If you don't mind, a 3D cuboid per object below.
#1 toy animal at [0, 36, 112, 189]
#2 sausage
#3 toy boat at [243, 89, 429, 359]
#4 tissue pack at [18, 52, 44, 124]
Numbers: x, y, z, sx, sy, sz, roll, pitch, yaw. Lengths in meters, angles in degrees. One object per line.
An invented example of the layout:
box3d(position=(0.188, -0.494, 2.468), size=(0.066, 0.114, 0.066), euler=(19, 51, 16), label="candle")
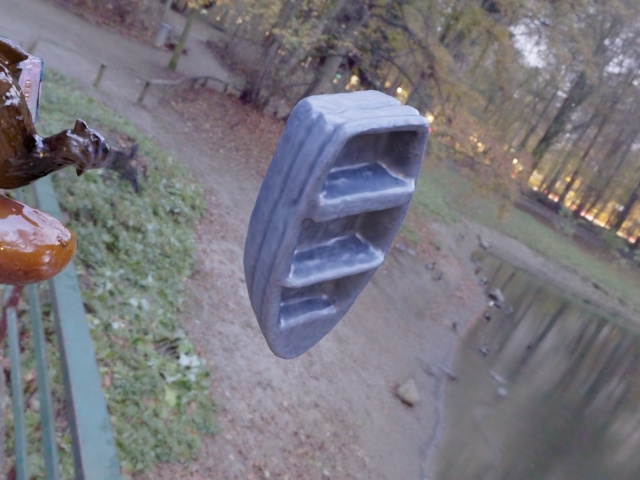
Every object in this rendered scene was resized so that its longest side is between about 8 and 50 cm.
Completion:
box3d(position=(-0.272, -0.116, 0.527), size=(0.178, 0.188, 0.089), euler=(1, 47, -10), label="toy animal")
box3d(position=(-0.326, -0.008, 0.594), size=(0.179, 0.089, 0.089), euler=(21, 15, -17), label="sausage")
box3d(position=(0.000, 0.000, 0.552), size=(0.127, 0.283, 0.078), euler=(-14, 52, -35), label="toy boat")
box3d(position=(-0.541, -0.271, 1.055), size=(0.155, 0.116, 0.065), euler=(24, 20, 25), label="tissue pack")
